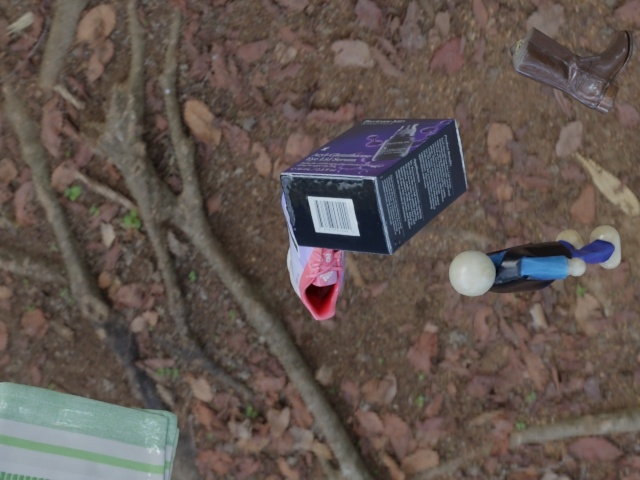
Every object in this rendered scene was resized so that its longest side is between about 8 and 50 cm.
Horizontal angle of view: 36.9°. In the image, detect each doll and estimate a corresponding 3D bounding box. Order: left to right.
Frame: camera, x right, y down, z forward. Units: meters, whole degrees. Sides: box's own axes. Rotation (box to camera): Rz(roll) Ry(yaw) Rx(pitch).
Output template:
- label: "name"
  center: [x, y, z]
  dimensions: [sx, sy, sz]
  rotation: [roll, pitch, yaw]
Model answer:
- label: "doll"
  center: [0.176, 0.021, 0.824]
  dimensions: [0.129, 0.189, 0.046]
  rotation: [-9, 91, 47]

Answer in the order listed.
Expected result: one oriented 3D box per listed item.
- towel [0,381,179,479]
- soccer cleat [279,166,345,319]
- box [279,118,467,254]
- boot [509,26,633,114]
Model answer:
- label: "towel"
  center: [-0.303, 0.346, 1.197]
  dimensions: [0.247, 0.325, 0.038]
  rotation: [16, 141, -23]
- label: "soccer cleat"
  center: [0.000, 0.000, 1.465]
  dimensions: [0.108, 0.116, 0.318]
  rotation: [-11, 146, -9]
- label: "box"
  center: [0.074, -0.076, 1.254]
  dimensions: [0.153, 0.207, 0.108]
  rotation: [5, 119, 36]
- label: "boot"
  center: [0.252, -0.192, 0.966]
  dimensions: [0.114, 0.106, 0.037]
  rotation: [25, 155, -5]
